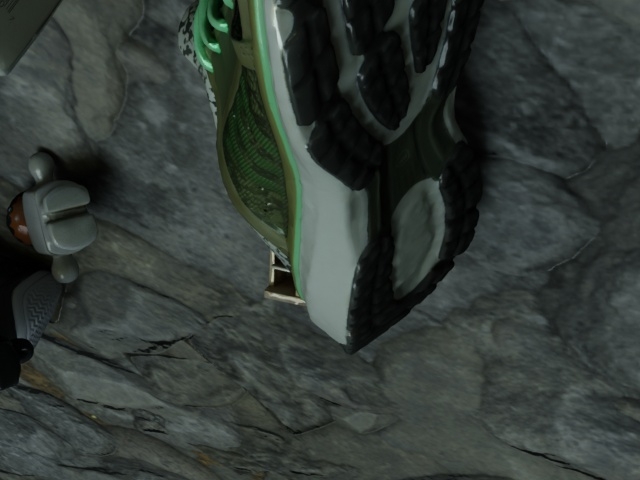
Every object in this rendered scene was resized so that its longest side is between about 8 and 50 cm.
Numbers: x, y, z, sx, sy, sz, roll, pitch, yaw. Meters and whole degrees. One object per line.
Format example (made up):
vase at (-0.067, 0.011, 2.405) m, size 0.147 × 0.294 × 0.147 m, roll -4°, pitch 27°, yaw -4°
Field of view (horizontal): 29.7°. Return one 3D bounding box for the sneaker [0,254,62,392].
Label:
sneaker at (-0.352, 0.096, 1.054) m, size 0.153 × 0.268 × 0.101 m, roll 32°, pitch 135°, yaw -1°

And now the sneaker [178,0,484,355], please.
sneaker at (-0.022, -0.101, 0.645) m, size 0.182 × 0.158 × 0.410 m, roll 31°, pitch 149°, yaw 26°

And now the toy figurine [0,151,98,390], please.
toy figurine at (-0.295, 0.004, 0.924) m, size 0.213 × 0.209 × 0.148 m, roll 32°, pitch 166°, yaw -23°

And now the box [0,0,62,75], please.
box at (-0.302, -0.170, 0.770) m, size 0.275 × 0.094 × 0.113 m, roll 6°, pitch 144°, yaw 31°

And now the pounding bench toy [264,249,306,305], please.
pounding bench toy at (0.000, 0.000, 0.857) m, size 0.052 × 0.083 × 0.065 m, roll 11°, pitch 115°, yaw 19°
